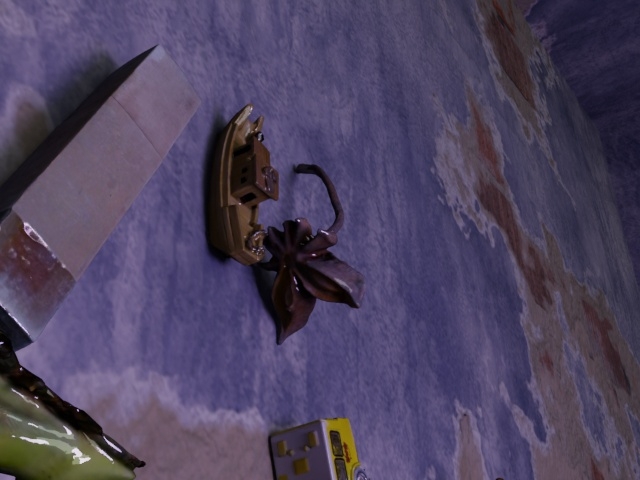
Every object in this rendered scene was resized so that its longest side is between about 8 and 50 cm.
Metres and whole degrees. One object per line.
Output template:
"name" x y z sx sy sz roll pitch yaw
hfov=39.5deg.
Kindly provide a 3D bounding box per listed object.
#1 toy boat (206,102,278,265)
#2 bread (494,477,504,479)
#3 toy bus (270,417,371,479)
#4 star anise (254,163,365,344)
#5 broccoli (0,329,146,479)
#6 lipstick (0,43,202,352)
"toy boat" -0.082 -0.066 0.990 0.064 0.072 0.206 40 39 -45
"bread" 0.224 0.432 1.108 0.232 0.135 0.246 -9 79 -62
"toy bus" 0.014 0.294 0.891 0.074 0.081 0.226 24 51 -55
"star anise" 0.000 0.000 1.057 0.218 0.148 0.227 29 34 20
"broccoli" -0.240 0.115 0.441 0.273 0.242 0.180 45 56 -26
"lipstick" -0.204 -0.051 0.757 0.080 0.076 0.371 54 31 -22
